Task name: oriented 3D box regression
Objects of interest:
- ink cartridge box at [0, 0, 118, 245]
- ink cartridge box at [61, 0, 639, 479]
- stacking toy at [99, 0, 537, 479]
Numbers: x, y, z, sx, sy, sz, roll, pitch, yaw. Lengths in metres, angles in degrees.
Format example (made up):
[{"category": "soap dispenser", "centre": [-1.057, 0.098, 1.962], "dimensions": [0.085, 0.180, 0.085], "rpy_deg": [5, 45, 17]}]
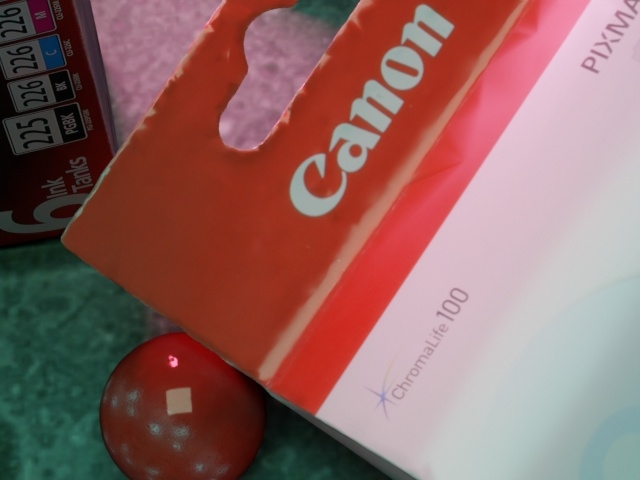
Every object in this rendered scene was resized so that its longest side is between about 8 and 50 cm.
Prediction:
[{"category": "ink cartridge box", "centre": [-0.256, -0.103, 1.030], "dimensions": [0.272, 0.309, 0.130], "rpy_deg": [-11, 65, -3]}, {"category": "ink cartridge box", "centre": [0.113, -0.014, 1.001], "dimensions": [0.385, 0.091, 0.308], "rpy_deg": [35, 81, -9]}, {"category": "stacking toy", "centre": [0.000, 0.000, 1.079], "dimensions": [0.141, 0.141, 0.330], "rpy_deg": [35, 74, 16]}]
